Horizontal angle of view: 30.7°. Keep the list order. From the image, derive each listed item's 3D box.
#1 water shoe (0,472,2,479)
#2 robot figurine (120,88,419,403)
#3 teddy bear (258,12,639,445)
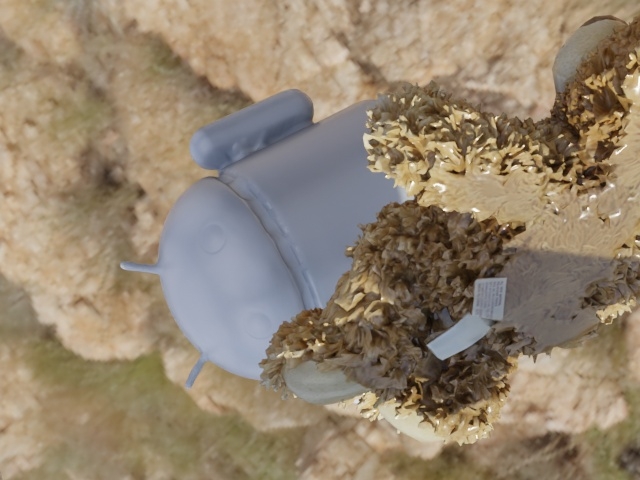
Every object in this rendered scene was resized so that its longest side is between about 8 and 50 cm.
[{"bbox_3d":[-0.263,0.111,0.604,0.203,0.073,0.080,23,173,-37],"label":"water shoe"},{"bbox_3d":[0.000,0.000,1.085,0.300,0.353,0.200,57,160,15],"label":"robot figurine"},{"bbox_3d":[0.108,-0.007,0.674,0.113,0.245,0.338,-108,37,-48],"label":"teddy bear"}]
